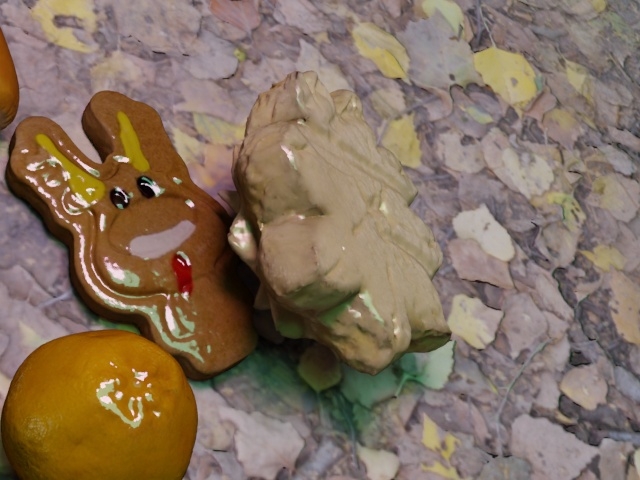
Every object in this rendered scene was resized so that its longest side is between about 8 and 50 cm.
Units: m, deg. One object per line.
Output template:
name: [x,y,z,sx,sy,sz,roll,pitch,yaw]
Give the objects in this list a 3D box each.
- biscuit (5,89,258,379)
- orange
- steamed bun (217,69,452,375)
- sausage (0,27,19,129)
biscuit: [-0.159,-0.008,1.220,0.186,0.044,0.295,-31,79,-39]
orange: [-0.170,0.142,1.050,0.159,0.136,0.159,19,52,-26]
steamed bun: [0.000,0.000,1.243,0.295,0.137,0.292,57,25,-19]
sausage: [-0.353,-0.214,1.194,0.105,0.105,0.274,-11,68,-37]
